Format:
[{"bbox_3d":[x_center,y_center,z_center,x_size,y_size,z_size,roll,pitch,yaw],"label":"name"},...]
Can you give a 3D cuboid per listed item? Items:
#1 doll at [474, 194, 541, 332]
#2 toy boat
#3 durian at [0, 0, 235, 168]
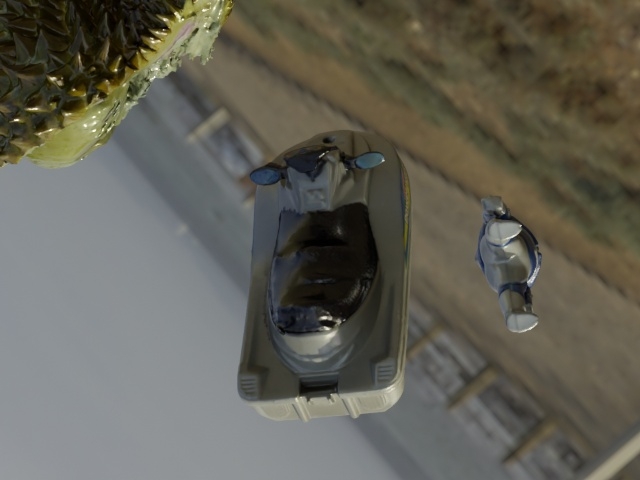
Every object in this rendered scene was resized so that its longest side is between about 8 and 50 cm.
[{"bbox_3d":[0.163,0.012,1.621,0.227,0.057,0.114,-69,-38,-85],"label":"doll"},{"bbox_3d":[0.001,0.008,1.483,0.141,0.141,0.269,55,-148,-58],"label":"toy boat"},{"bbox_3d":[-0.110,-0.104,0.930,0.208,0.146,0.102,-24,109,43],"label":"durian"}]
